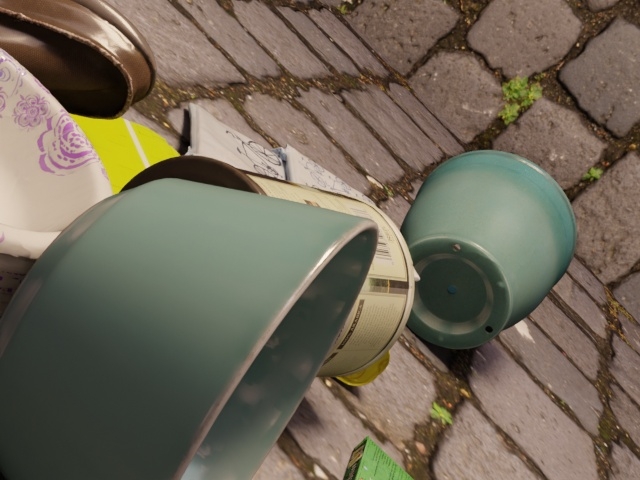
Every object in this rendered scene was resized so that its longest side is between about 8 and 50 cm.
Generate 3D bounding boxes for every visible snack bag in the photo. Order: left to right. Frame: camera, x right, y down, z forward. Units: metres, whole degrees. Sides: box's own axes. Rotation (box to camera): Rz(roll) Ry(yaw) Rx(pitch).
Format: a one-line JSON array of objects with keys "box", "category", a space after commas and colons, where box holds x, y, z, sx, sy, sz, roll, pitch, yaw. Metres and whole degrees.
[{"box": [-0.037, -0.075, 1.401, 0.342, 0.037, 0.323, 30, 14, -16], "category": "snack bag"}]

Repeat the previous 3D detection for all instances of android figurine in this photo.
[{"box": [-0.225, -0.072, 1.082, 0.273, 0.056, 0.248, 20, 30, -46], "category": "android figurine"}]

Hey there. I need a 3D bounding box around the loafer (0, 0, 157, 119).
[{"box": [-0.333, -0.178, 0.937, 0.366, 0.134, 0.130, 16, 53, -17], "category": "loafer"}]

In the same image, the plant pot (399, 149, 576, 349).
[{"box": [0.233, 0.030, 1.563, 0.271, 0.271, 0.255, 45, 32, -1], "category": "plant pot"}]

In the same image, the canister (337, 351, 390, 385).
[{"box": [0.018, 0.085, 1.250, 0.126, 0.073, 0.170, 37, 19, -19], "category": "canister"}]

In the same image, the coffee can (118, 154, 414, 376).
[{"box": [-0.054, 0.038, 0.990, 0.201, 0.201, 0.275, 53, 19, 22], "category": "coffee can"}]

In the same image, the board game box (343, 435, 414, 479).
[{"box": [0.067, 0.296, 0.980, 0.136, 0.030, 0.259, 42, 19, -2], "category": "board game box"}]

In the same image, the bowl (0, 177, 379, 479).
[{"box": [-0.108, 0.083, 0.696, 0.163, 0.311, 0.311, 30, 16, 10], "category": "bowl"}]

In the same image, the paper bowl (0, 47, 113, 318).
[{"box": [-0.301, -0.050, 0.731, 0.284, 0.148, 0.284, 39, 20, -17], "category": "paper bowl"}]
